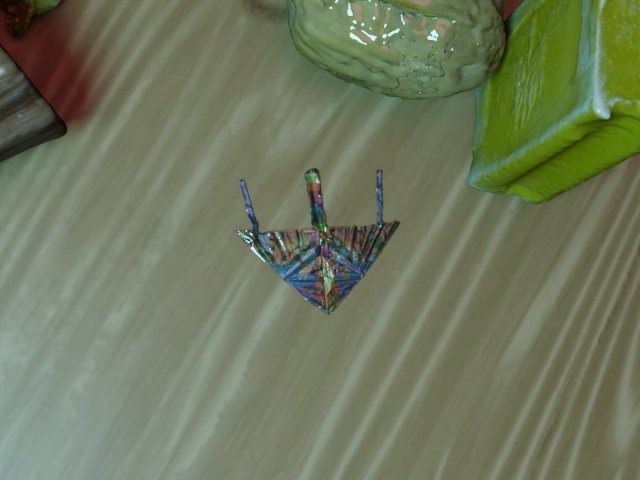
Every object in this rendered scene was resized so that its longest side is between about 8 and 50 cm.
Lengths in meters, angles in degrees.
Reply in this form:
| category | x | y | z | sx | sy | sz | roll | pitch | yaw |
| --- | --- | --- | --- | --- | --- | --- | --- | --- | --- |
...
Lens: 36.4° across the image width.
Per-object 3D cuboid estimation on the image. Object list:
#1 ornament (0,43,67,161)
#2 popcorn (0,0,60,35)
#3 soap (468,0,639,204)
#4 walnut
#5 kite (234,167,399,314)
| category | x | y | z | sx | sy | sz | roll | pitch | yaw |
| --- | --- | --- | --- | --- | --- | --- | --- | --- | --- |
| ornament | -0.386 | -0.125 | 0.872 | 0.217 | 0.235 | 0.221 | -40 | 84 | -9 |
| popcorn | -0.299 | -0.249 | 0.987 | 0.068 | 0.059 | 0.083 | 14 | 86 | -10 |
| soap | 0.242 | -0.162 | 0.963 | 0.091 | 0.315 | 0.199 | 9 | 80 | -10 |
| walnut | 0.077 | -0.247 | 1.008 | 0.244 | 0.198 | 0.198 | 12 | 78 | 1 |
| kite | 0.000 | 0.000 | 1.038 | 0.182 | 0.010 | 0.160 | -4 | 81 | -13 |
